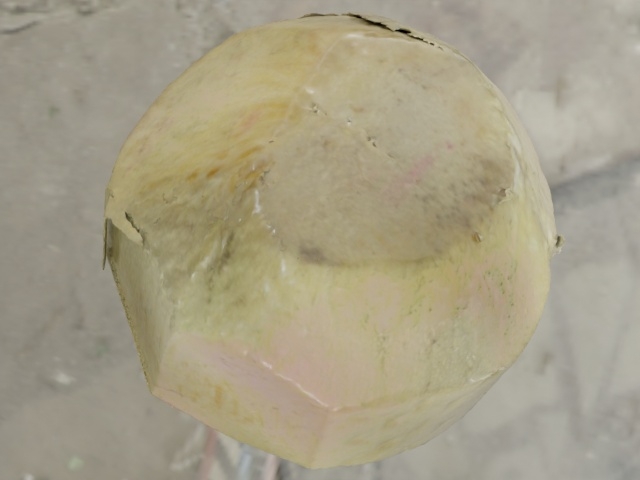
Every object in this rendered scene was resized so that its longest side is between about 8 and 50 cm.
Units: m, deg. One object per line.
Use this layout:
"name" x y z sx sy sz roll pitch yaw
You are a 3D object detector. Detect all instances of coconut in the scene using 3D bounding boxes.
"coconut" 0.000 0.000 1.321 0.352 0.352 0.352 -6 100 -36
